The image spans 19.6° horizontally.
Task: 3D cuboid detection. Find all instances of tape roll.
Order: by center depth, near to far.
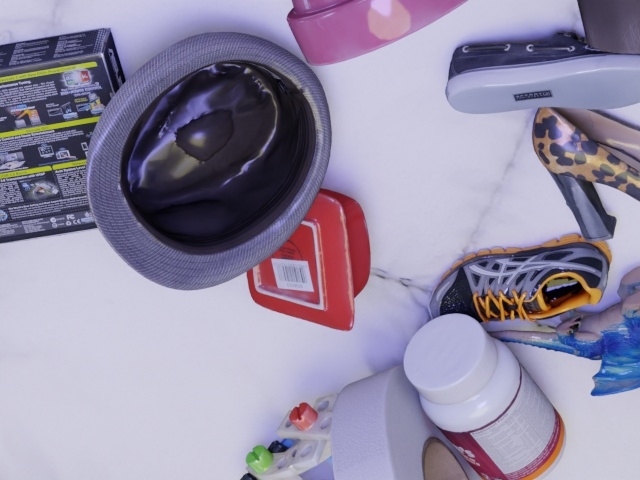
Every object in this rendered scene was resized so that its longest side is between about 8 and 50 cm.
[{"bbox_3d":[0.129,0.330,2.087,0.072,0.392,0.392,-23,121,18],"label":"tape roll"}]

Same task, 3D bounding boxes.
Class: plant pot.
[{"bbox_3d":[0.040,-0.292,1.787,0.201,0.201,0.180,-22,106,17],"label":"plant pot"}]

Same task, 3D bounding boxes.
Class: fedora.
[{"bbox_3d":[-0.125,-0.093,1.930,0.244,0.124,0.275,43,86,-23],"label":"fedora"}]

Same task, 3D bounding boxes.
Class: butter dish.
[{"bbox_3d":[0.000,0.000,2.032,0.160,0.118,0.160,14,118,40],"label":"butter dish"}]

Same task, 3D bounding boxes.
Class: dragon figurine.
[{"bbox_3d":[0.333,0.120,2.113,0.289,0.085,0.144,-20,121,14],"label":"dragon figurine"}]

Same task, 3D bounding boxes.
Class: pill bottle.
[{"bbox_3d":[0.186,0.183,2.114,0.121,0.121,0.221,-23,135,18],"label":"pill bottle"}]

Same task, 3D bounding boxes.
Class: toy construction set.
[{"bbox_3d":[0.021,0.327,2.201,0.151,0.215,0.327,-35,113,-16],"label":"toy construction set"}]

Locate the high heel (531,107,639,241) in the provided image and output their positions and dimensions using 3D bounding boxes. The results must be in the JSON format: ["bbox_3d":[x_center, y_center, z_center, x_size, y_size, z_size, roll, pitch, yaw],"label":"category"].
[{"bbox_3d":[0.360,-0.104,1.952,0.261,0.093,0.186,-18,124,21],"label":"high heel"}]

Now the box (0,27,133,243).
[{"bbox_3d":[-0.331,-0.104,2.003,0.270,0.060,0.216,-9,123,8],"label":"box"}]

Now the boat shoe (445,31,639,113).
[{"bbox_3d":[0.243,-0.180,1.916,0.228,0.076,0.080,-6,152,14],"label":"boat shoe"}]

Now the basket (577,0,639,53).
[{"bbox_3d":[0.304,-0.300,1.743,0.204,0.154,0.227,3,112,25],"label":"basket"}]

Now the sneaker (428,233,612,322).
[{"bbox_3d":[0.221,0.055,2.076,0.215,0.083,0.084,-19,124,17],"label":"sneaker"}]
